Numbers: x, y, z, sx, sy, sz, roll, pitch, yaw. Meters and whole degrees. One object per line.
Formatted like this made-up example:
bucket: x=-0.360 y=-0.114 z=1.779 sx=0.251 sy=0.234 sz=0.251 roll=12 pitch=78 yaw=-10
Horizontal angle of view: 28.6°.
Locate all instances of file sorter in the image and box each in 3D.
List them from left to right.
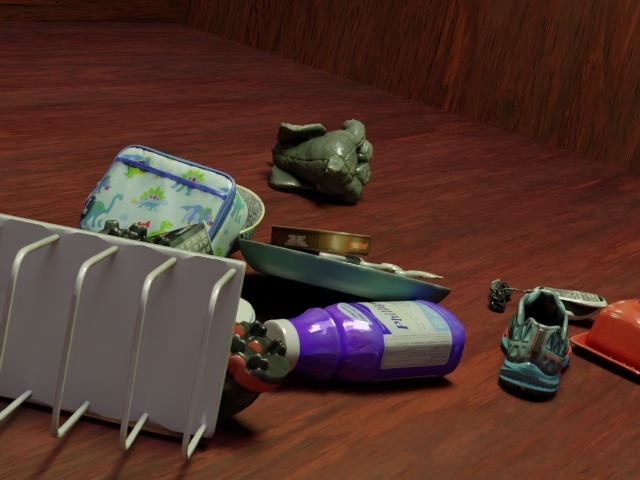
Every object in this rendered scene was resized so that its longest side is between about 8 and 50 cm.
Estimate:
file sorter: x=-0.236 y=0.099 z=1.272 sx=0.278 sy=0.192 sz=0.173 roll=11 pitch=6 yaw=1

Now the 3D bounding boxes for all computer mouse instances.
computer mouse: x=0.370 y=0.104 z=2.055 sx=0.193 sy=0.042 sz=0.106 roll=9 pitch=12 yaw=4

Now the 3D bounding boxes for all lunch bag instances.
lunch bag: x=-0.227 y=-0.039 z=1.818 sx=0.219 sy=0.176 sz=0.090 roll=21 pitch=-20 yaw=25

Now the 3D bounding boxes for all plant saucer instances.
plant saucer: x=0.030 y=0.053 z=1.821 sx=0.318 sy=0.043 sz=0.317 roll=14 pitch=-2 yaw=0

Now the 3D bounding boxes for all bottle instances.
bottle: x=0.052 y=0.131 z=1.626 sx=0.283 sy=0.092 sz=0.118 roll=1 pitch=20 yaw=-36

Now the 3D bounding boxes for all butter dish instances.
butter dish: x=0.490 y=0.132 z=1.912 sx=0.160 sy=0.118 sz=0.160 roll=26 pitch=20 yaw=37

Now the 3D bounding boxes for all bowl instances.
bowl: x=-0.172 y=-0.018 z=1.935 sx=0.170 sy=0.080 sz=0.170 roll=3 pitch=32 yaw=-2

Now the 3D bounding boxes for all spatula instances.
spatula: x=0.089 y=0.043 z=1.958 sx=0.168 sy=0.019 sz=0.242 roll=14 pitch=2 yaw=17

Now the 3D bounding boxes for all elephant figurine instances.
elephant figurine: x=-0.032 y=-0.158 z=2.466 sx=0.239 sy=0.186 sz=0.169 roll=9 pitch=57 yaw=22

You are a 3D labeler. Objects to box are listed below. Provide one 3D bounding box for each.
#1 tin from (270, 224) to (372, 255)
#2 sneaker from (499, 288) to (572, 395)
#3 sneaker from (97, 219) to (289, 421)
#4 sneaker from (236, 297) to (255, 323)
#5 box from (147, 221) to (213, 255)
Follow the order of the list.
tin: x=0.000 y=0.000 z=2.031 sx=0.106 sy=0.040 sz=0.190 roll=1 pitch=4 yaw=-43
sneaker: x=0.321 y=0.126 z=1.790 sx=0.104 sy=0.125 sz=0.262 roll=15 pitch=17 yaw=5
sneaker: x=-0.169 y=0.098 z=1.426 sx=0.276 sy=0.135 sz=0.097 roll=43 pitch=22 yaw=10
sneaker: x=-0.158 y=0.095 z=1.583 sx=0.094 sy=0.091 sz=0.258 roll=20 pitch=18 yaw=23
box: x=-0.248 y=0.037 z=1.617 sx=0.175 sy=0.051 sz=0.220 roll=-15 pitch=7 yaw=12
